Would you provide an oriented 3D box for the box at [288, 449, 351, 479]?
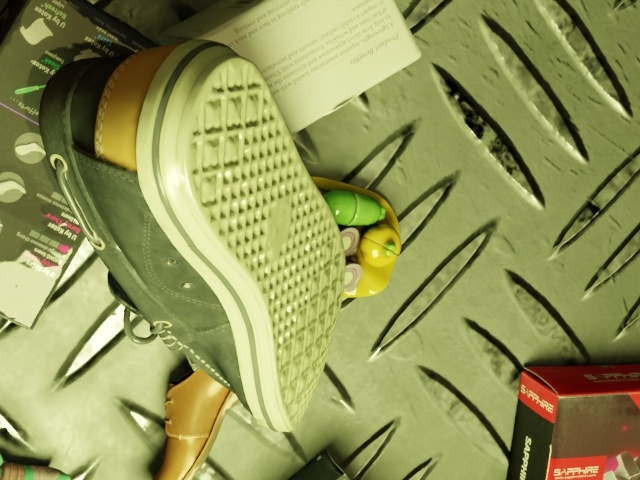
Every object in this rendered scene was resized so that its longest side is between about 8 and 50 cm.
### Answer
[{"bbox_3d":[-0.032,0.398,1.104,0.261,0.103,0.184,-39,99,-8],"label":"box"}]

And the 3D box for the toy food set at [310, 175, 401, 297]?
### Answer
[{"bbox_3d":[0.000,0.000,1.044,0.218,0.071,0.128,12,99,-23],"label":"toy food set"}]

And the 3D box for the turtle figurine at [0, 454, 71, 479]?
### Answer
[{"bbox_3d":[-0.366,0.238,0.935,0.175,0.118,0.234,-42,136,12],"label":"turtle figurine"}]

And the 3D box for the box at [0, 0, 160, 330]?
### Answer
[{"bbox_3d":[-0.261,-0.086,0.868,0.143,0.165,0.270,30,92,-26],"label":"box"}]

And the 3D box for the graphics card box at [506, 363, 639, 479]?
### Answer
[{"bbox_3d":[0.353,0.347,1.262,0.233,0.094,0.370,1,104,-22],"label":"graphics card box"}]

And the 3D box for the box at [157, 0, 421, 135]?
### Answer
[{"bbox_3d":[-0.035,-0.184,0.922,0.181,0.182,0.119,-33,111,-11],"label":"box"}]

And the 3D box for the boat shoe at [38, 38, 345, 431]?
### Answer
[{"bbox_3d":[-0.089,0.015,0.854,0.500,0.156,0.186,68,39,-55],"label":"boat shoe"}]

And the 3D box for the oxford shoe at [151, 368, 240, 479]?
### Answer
[{"bbox_3d":[-0.142,0.193,1.048,0.076,0.076,0.212,29,84,-10],"label":"oxford shoe"}]
